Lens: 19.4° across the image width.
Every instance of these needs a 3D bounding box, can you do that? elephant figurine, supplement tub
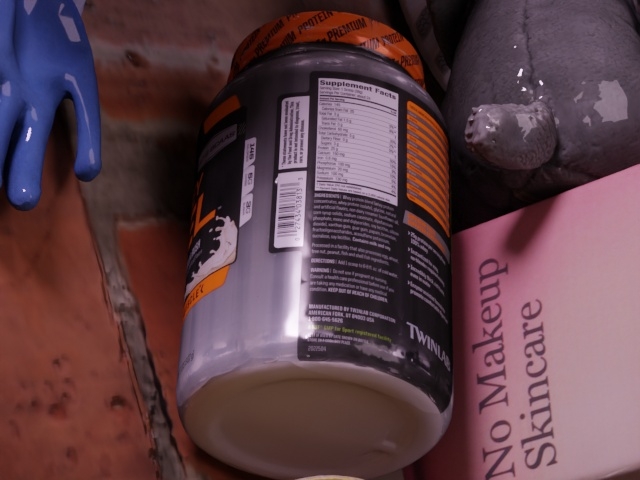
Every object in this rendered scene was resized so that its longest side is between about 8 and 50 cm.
[{"bbox_3d":[0.117,-0.122,0.947,0.169,0.186,0.239,5,73,-18],"label":"elephant figurine"},{"bbox_3d":[0.000,0.000,0.822,0.117,0.117,0.190,39,42,-41],"label":"supplement tub"}]

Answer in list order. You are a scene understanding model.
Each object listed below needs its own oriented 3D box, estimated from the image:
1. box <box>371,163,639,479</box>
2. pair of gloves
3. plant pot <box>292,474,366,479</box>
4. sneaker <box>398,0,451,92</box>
[{"bbox_3d":[0.130,0.068,0.871,0.127,0.232,0.149,32,46,-45],"label":"box"},{"bbox_3d":[-0.150,-0.105,0.743,0.198,0.023,0.159,46,39,-32],"label":"pair of gloves"},{"bbox_3d":[-0.021,0.154,0.695,0.134,0.095,0.134,4,83,-31],"label":"plant pot"},{"bbox_3d":[0.123,-0.094,1.128,0.281,0.105,0.115,58,-4,-8],"label":"sneaker"}]
